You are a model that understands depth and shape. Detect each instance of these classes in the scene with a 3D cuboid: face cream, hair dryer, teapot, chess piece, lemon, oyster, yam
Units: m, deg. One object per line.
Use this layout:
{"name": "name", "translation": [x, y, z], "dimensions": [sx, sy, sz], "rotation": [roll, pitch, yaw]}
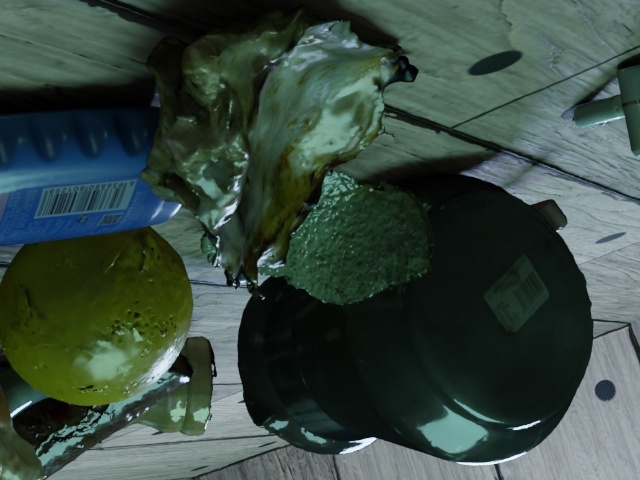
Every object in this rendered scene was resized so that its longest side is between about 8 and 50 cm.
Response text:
{"name": "face cream", "translation": [-0.225, -0.040, 1.052], "dimensions": [0.264, 0.083, 0.149], "rotation": [-8, 159, -35]}
{"name": "hair dryer", "translation": [0.283, -0.118, 1.409], "dimensions": [0.047, 0.082, 0.137], "rotation": [-11, -179, -26]}
{"name": "teapot", "translation": [0.110, 0.082, 1.653], "dimensions": [0.376, 0.305, 0.362], "rotation": [-42, -167, -34]}
{"name": "chess piece", "translation": [-0.290, 0.187, 1.902], "dimensions": [0.301, 0.137, 0.137], "rotation": [1, 162, -16]}
{"name": "lemon", "translation": [-0.197, 0.058, 1.318], "dimensions": [0.174, 0.173, 0.206], "rotation": [-8, 149, -33]}
{"name": "oyster", "translation": [-0.050, -0.064, 1.049], "dimensions": [0.096, 0.221, 0.361], "rotation": [26, -173, 17]}
{"name": "yam", "translation": [-0.292, 0.192, 1.769], "dimensions": [0.280, 0.131, 0.131], "rotation": [-35, 164, 9]}

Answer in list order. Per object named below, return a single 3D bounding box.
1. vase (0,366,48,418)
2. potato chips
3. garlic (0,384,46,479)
{"name": "vase", "translation": [-0.271, 0.128, 1.561], "dimensions": [0.214, 0.086, 0.086], "rotation": [-31, 179, -38]}
{"name": "potato chips", "translation": [-0.001, 0.004, 1.415], "dimensions": [0.228, 0.059, 0.167], "rotation": [14, 129, 10]}
{"name": "garlic", "translation": [-0.440, 0.167, 1.392], "dimensions": [0.313, 0.249, 0.286], "rotation": [1, -166, 30]}
